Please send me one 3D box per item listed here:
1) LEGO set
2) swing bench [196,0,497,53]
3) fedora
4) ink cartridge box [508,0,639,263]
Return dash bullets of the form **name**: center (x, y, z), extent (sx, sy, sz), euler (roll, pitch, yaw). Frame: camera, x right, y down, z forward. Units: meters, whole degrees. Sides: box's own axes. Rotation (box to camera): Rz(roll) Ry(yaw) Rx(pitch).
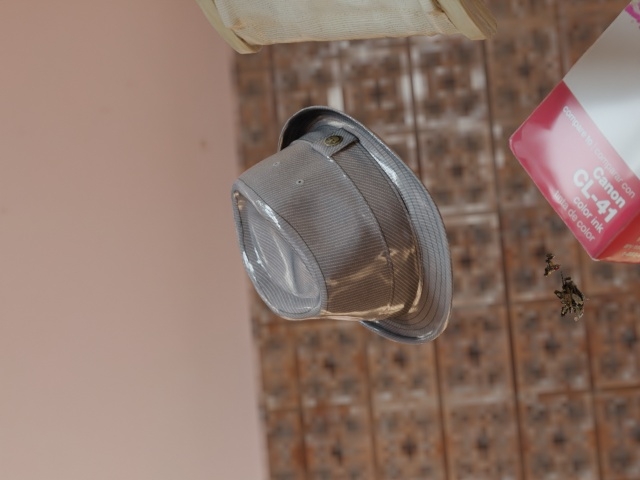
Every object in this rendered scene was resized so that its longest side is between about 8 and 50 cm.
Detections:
- **LEGO set**: center (0.250, 0.048, 1.898), extent (0.023, 0.083, 0.054), euler (-10, -27, -13)
- **swing bench**: center (0.051, -0.263, 1.272), extent (0.253, 0.165, 0.254), euler (3, 44, 49)
- **fedora**: center (0.000, 0.000, 1.857), extent (0.124, 0.243, 0.275), euler (-22, 43, -25)
- **ink cartridge box**: center (0.320, -0.123, 1.363), extent (0.226, 0.131, 0.306), euler (5, -44, -46)
